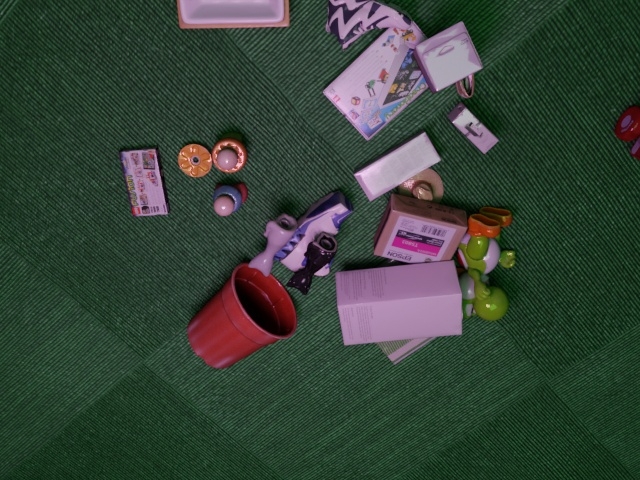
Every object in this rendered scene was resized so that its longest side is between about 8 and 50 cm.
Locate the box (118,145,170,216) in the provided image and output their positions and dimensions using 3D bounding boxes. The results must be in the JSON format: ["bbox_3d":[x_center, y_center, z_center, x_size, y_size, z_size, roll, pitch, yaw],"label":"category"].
[{"bbox_3d":[-0.531,-0.177,1.815,0.114,0.036,0.207,-3,113,3],"label":"box"}]

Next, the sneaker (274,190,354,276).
[{"bbox_3d":[-0.001,0.001,1.843,0.315,0.127,0.182,-37,111,23],"label":"sneaker"}]

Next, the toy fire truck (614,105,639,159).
[{"bbox_3d":[0.962,-0.326,1.601,0.169,0.254,0.302,24,112,-9],"label":"toy fire truck"}]

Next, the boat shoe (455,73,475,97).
[{"bbox_3d":[0.394,-0.485,1.644,0.068,0.072,0.190,-18,111,9],"label":"boat shoe"}]

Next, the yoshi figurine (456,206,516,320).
[{"bbox_3d":[0.517,0.096,1.829,0.204,0.203,0.362,1,116,-6],"label":"yoshi figurine"}]

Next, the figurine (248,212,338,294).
[{"bbox_3d":[-0.089,0.050,1.764,0.215,0.092,0.209,27,124,-7],"label":"figurine"}]

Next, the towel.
[{"bbox_3d":[0.243,0.235,1.977,0.248,0.038,0.325,-36,107,15],"label":"towel"}]

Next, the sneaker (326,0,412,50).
[{"bbox_3d":[0.117,-0.566,1.594,0.235,0.094,0.153,23,120,5],"label":"sneaker"}]

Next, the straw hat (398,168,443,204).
[{"bbox_3d":[0.307,-0.143,1.798,0.145,0.061,0.144,1,114,1],"label":"straw hat"}]

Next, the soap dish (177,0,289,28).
[{"bbox_3d":[-0.227,-0.674,1.553,0.291,0.118,0.229,0,113,2],"label":"soap dish"}]

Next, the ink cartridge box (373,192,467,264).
[{"bbox_3d":[0.297,-0.022,1.806,0.235,0.088,0.193,12,132,-5],"label":"ink cartridge box"}]

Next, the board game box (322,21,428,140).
[{"bbox_3d":[0.182,-0.453,1.673,0.305,0.053,0.193,-40,106,16],"label":"board game box"}]

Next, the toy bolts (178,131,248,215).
[{"bbox_3d":[-0.308,-0.180,1.743,0.218,0.158,0.228,-7,113,4],"label":"toy bolts"}]

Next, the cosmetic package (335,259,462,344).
[{"bbox_3d":[0.239,0.193,1.829,0.366,0.155,0.197,-6,131,3],"label":"cosmetic package"}]

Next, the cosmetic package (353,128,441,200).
[{"bbox_3d":[0.224,-0.222,1.766,0.239,0.060,0.099,-29,107,13],"label":"cosmetic package"}]

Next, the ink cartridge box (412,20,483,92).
[{"bbox_3d":[0.321,-0.462,1.530,0.128,0.176,0.127,-26,97,12],"label":"ink cartridge box"}]

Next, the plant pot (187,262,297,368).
[{"bbox_3d":[-0.260,0.254,1.885,0.265,0.272,0.272,-38,107,24],"label":"plant pot"}]

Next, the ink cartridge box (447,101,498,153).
[{"bbox_3d":[0.430,-0.320,1.699,0.135,0.099,0.056,40,109,-13],"label":"ink cartridge box"}]
